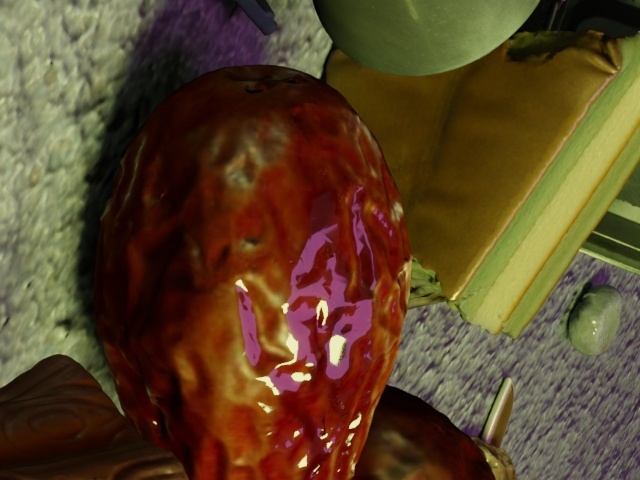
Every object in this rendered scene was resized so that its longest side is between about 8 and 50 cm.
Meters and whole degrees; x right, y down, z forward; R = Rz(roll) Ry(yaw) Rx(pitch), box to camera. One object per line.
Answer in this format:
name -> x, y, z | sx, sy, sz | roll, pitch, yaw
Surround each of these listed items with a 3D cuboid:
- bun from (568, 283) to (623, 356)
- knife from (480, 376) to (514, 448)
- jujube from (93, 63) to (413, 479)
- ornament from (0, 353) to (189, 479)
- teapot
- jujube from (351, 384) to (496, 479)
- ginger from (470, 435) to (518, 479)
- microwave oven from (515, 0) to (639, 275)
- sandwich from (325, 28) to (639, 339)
bun -> 0.297, 0.086, 2.156 | 0.083, 0.045, 0.083 | -49, 150, -41
knife -> 0.162, 0.259, 2.059 | 0.046, 0.022, 0.256 | -2, 113, -57
jujube -> -0.040, 0.037, 1.232 | 0.197, 0.197, 0.290 | -25, 121, -56
ornament -> -0.189, 0.184, 1.044 | 0.217, 0.221, 0.235 | 4, 100, -60
teapot -> 0.030, -0.208, 1.235 | 0.203, 0.171, 0.225 | -36, 148, 5
jujube -> 0.011, 0.260, 1.474 | 0.276, 0.276, 0.377 | -50, 159, -33
ginger -> 0.151, 0.261, 1.979 | 0.137, 0.074, 0.213 | -63, 146, -32
microwave oven -> 0.316, -0.086, 1.618 | 0.333, 0.394, 0.247 | -13, 122, -61
sandwich -> 0.131, -0.035, 1.418 | 0.155, 0.227, 0.198 | 27, 62, -64
